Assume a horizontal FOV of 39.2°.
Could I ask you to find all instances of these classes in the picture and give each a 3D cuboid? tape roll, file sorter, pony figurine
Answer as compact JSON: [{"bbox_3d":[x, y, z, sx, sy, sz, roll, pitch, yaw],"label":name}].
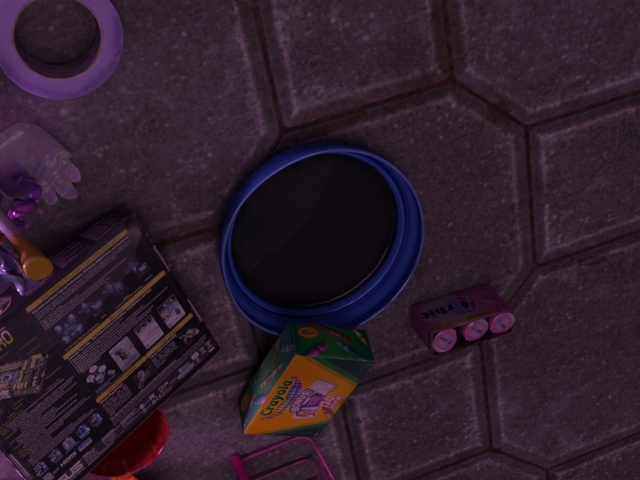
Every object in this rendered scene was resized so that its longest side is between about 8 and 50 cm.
[{"bbox_3d":[-0.394,-0.312,1.341,0.188,0.080,0.189,-10,121,-16],"label":"tape roll"},{"bbox_3d":[-0.049,0.591,1.895,0.182,0.202,0.291,-19,122,-12],"label":"file sorter"},{"bbox_3d":[-0.519,-0.073,1.307,0.302,0.363,0.351,-36,140,-7],"label":"pony figurine"}]

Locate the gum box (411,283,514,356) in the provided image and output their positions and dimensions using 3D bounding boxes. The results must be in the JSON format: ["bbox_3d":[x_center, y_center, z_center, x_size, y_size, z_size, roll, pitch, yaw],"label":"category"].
[{"bbox_3d":[0.294,0.160,1.840,0.188,0.107,0.062,-15,121,-13],"label":"gum box"}]

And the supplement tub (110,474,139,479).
[{"bbox_3d":[-0.439,0.617,1.705,0.338,0.207,0.207,-47,128,-25],"label":"supplement tub"}]

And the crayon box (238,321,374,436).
[{"bbox_3d":[-0.034,0.275,1.744,0.165,0.081,0.278,9,135,-25],"label":"crayon box"}]

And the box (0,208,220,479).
[{"bbox_3d":[-0.396,0.190,1.500,0.395,0.097,0.318,-43,123,-25],"label":"box"}]

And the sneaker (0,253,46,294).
[{"bbox_3d":[-0.557,0.153,1.535,0.104,0.147,0.296,31,74,4],"label":"sneaker"}]

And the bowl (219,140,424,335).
[{"bbox_3d":[0.000,0.000,1.662,0.391,0.077,0.391,-9,120,-16],"label":"bowl"}]

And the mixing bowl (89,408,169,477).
[{"bbox_3d":[-0.385,0.343,1.690,0.181,0.098,0.182,-12,123,-19],"label":"mixing bowl"}]
